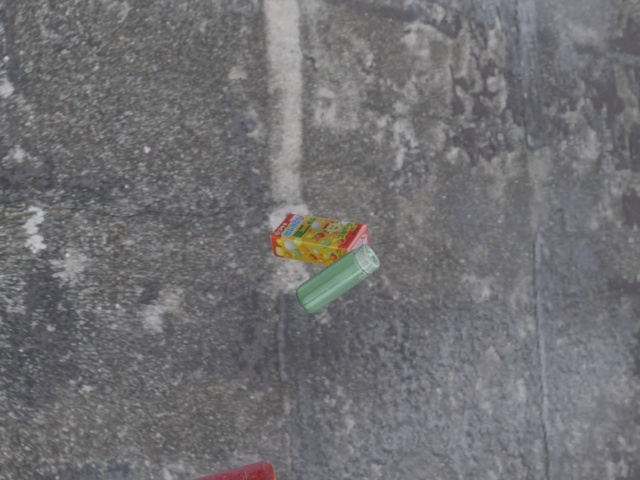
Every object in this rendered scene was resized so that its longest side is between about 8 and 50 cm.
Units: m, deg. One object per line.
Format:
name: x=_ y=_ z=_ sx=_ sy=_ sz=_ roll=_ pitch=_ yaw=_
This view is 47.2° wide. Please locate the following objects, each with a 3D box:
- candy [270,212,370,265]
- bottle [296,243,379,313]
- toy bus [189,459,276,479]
candy: x=0.000 y=0.000 z=0.992 sx=0.062 sy=0.121 sz=0.038 roll=-51 pitch=142 yaw=-44
bottle: x=0.016 y=0.036 z=0.689 sx=0.030 sy=0.083 sz=0.030 roll=44 pitch=24 yaw=-25
toy bus: x=-0.143 y=0.335 z=0.914 sx=0.192 sy=0.065 sz=0.077 roll=-12 pitch=110 yaw=-10
